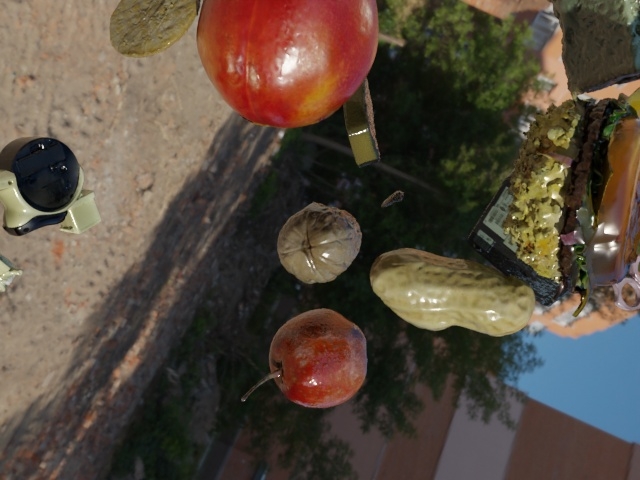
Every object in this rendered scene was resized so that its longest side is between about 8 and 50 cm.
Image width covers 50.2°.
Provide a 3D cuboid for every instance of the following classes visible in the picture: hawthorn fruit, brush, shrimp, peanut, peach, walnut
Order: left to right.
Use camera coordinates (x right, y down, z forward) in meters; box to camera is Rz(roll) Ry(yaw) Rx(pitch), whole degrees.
[{"bbox_3d":[-0.066,-0.401,1.283,0.370,0.370,0.370,24,90,-90],"label":"peach"},{"bbox_3d":[-0.007,0.275,1.604,0.263,0.231,0.235,22,77,-68],"label":"hawthorn fruit"},{"bbox_3d":[0.001,0.002,1.467,0.178,0.178,0.230,-66,168,20],"label":"walnut"},{"bbox_3d":[0.088,-0.269,1.496,0.123,0.059,0.197,65,18,-53],"label":"brush"},{"bbox_3d":[0.162,-0.091,1.534,0.059,0.023,0.108,-33,-179,4],"label":"shrimp"},{"bbox_3d":[0.246,0.102,1.304,0.152,0.313,0.152,10,90,-83],"label":"peanut"}]

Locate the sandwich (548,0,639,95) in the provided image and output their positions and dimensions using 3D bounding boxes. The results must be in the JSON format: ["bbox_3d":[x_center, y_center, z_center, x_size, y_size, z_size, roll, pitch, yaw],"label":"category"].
[{"bbox_3d":[0.579,-0.474,1.380,0.262,0.131,0.325,-162,-123,-79],"label":"sandwich"}]

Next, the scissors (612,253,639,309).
[{"bbox_3d":[0.574,0.109,1.158,0.110,0.212,0.021,-54,-161,-10],"label":"scissors"}]

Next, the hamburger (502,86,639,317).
[{"bbox_3d":[0.301,-0.049,0.799,0.243,0.139,0.261,-46,136,-43],"label":"hamburger"}]

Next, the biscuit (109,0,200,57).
[{"bbox_3d":[-0.345,-0.468,1.413,0.219,0.220,0.033,-65,151,-13],"label":"biscuit"}]

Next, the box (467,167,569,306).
[{"bbox_3d":[0.386,0.000,1.218,0.058,0.211,0.350,-44,166,-13],"label":"box"}]

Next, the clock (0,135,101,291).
[{"bbox_3d":[-0.653,-0.058,1.438,0.379,0.120,0.276,-42,128,-41],"label":"clock"}]
